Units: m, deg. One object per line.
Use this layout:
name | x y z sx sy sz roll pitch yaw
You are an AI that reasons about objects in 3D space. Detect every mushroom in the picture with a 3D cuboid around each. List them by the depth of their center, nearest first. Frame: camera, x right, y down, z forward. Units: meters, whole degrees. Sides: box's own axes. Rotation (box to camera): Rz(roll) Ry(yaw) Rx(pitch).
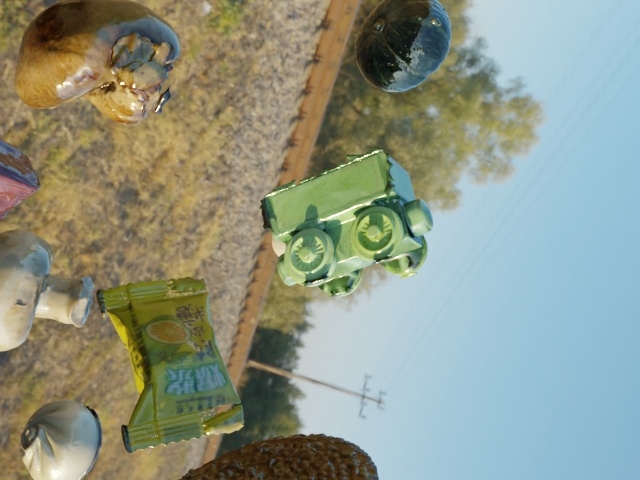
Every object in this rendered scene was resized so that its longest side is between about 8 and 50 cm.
mushroom | -0.363 -0.303 1.267 0.263 0.283 0.195 -31 134 -51
mushroom | -0.694 0.131 1.810 0.297 0.290 0.297 -161 -90 -75

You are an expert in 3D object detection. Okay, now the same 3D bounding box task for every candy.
candy | -0.234 0.175 1.171 0.081 0.187 0.297 110 -35 -47

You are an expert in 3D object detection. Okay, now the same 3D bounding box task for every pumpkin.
pumpkin | 0.151 -0.362 1.394 0.146 0.190 0.190 41 62 -46

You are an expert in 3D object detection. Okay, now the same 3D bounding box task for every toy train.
toy train | 0.045 -0.022 1.229 0.159 0.272 0.188 27 46 -61

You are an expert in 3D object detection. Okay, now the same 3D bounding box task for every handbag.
handbag | -0.692 -0.141 1.531 0.135 0.146 0.225 -37 148 13

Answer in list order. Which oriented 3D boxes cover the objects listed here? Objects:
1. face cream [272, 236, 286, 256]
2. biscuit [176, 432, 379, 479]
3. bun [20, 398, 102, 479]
face cream | 0.000 0.000 1.664 0.345 0.102 0.102 -3 -116 64
biscuit | -0.081 0.291 0.807 0.305 0.305 0.038 -72 144 -74
bun | -0.531 0.400 1.515 0.120 0.173 0.173 27 81 -48
